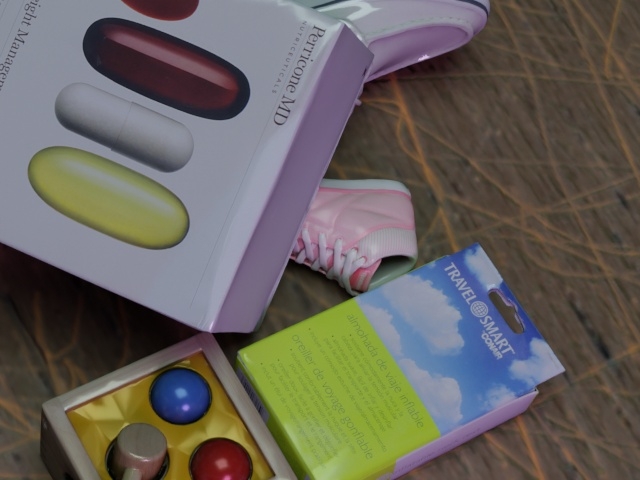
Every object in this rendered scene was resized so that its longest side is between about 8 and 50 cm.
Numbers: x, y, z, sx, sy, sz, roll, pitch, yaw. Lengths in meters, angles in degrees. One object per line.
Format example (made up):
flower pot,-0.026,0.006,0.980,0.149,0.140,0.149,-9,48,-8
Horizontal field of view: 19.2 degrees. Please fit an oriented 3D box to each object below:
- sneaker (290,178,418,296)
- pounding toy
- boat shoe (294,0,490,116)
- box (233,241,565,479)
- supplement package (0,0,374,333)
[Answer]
sneaker,0.000,0.000,1.205,0.134,0.051,0.070,-3,56,-16
pounding toy,-0.096,0.138,1.080,0.141,0.100,0.130,-23,66,-21
boat shoe,-0.011,-0.114,1.246,0.267,0.096,0.088,-10,66,-14
box,0.048,0.083,1.170,0.178,0.042,0.109,-24,68,-22
supplement package,-0.104,-0.070,1.121,0.203,0.149,0.194,23,91,9
